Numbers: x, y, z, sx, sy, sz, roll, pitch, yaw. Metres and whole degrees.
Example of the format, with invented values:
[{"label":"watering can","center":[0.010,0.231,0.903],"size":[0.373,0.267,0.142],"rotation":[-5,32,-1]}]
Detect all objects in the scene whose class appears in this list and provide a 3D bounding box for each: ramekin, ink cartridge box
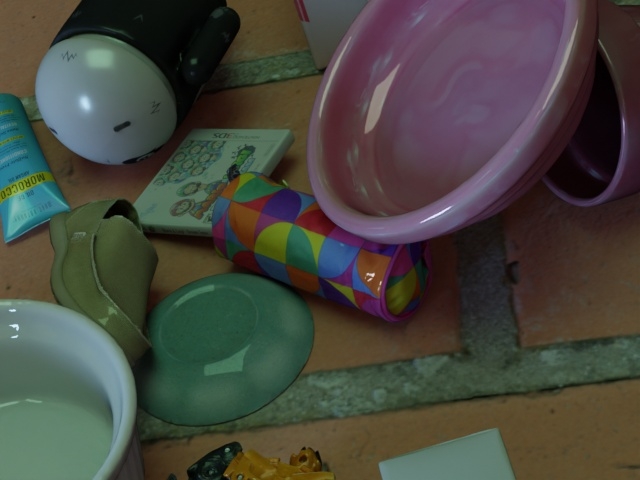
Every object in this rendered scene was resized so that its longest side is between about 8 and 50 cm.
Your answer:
[{"label":"ramekin","center":[-0.287,0.197,1.318],"size":[0.277,0.135,0.277],"rotation":[-4,47,5]},{"label":"ink cartridge box","center":[0.011,-0.333,1.746],"size":[0.092,0.158,0.218],"rotation":[-14,44,6]}]

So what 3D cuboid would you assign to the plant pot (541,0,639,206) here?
[{"label":"plant pot","center":[0.310,-0.149,1.456],"size":[0.180,0.201,0.201],"rotation":[-16,41,-21]}]

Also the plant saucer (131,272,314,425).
[{"label":"plant saucer","center":[-0.104,0.092,1.451],"size":[0.195,0.037,0.195],"rotation":[-9,44,9]}]

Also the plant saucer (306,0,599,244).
[{"label":"plant saucer","center":[0.128,-0.139,1.368],"size":[0.332,0.084,0.332],"rotation":[-31,43,35]}]

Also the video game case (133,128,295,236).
[{"label":"video game case","center":[-0.121,-0.065,1.605],"size":[0.143,0.019,0.157],"rotation":[4,46,37]}]

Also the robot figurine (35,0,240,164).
[{"label":"robot figurine","center":[-0.207,-0.211,1.694],"size":[0.173,0.209,0.278],"rotation":[30,52,-5]}]

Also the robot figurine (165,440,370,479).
[{"label":"robot figurine","center":[-0.072,0.288,1.203],"size":[0.211,0.085,0.291],"rotation":[13,47,28]}]

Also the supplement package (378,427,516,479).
[{"label":"supplement package","center":[0.121,0.256,1.164],"size":[0.105,0.105,0.179],"rotation":[-17,44,2]}]

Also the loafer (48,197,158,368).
[{"label":"loafer","center":[-0.208,0.028,1.474],"size":[0.092,0.102,0.268],"rotation":[-35,34,4]}]

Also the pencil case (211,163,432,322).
[{"label":"pencil case","center":[0.000,0.000,1.466],"size":[0.236,0.104,0.104],"rotation":[23,57,33]}]

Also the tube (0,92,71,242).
[{"label":"tube","center":[-0.345,-0.085,1.704],"size":[0.080,0.052,0.207],"rotation":[-29,50,3]}]
